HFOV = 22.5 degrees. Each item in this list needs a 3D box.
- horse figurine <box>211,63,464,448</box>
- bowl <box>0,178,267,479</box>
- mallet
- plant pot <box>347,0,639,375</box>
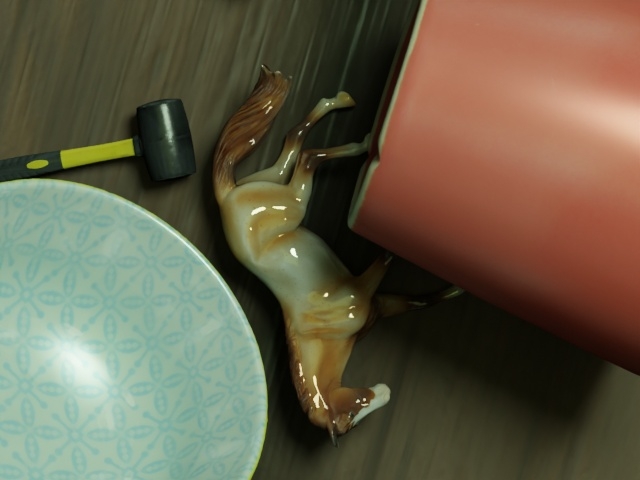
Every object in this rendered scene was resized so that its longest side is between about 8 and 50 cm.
[{"bbox_3d":[0.000,0.000,1.212,0.174,0.066,0.263,-36,94,-5],"label":"horse figurine"},{"bbox_3d":[-0.200,0.116,1.154,0.289,0.289,0.156,48,134,-1],"label":"bowl"},{"bbox_3d":[-0.190,-0.072,1.226,0.190,0.039,0.062,-3,93,4],"label":"mallet"},{"bbox_3d":[0.160,-0.064,1.103,0.243,0.275,0.275,17,92,-1],"label":"plant pot"}]
